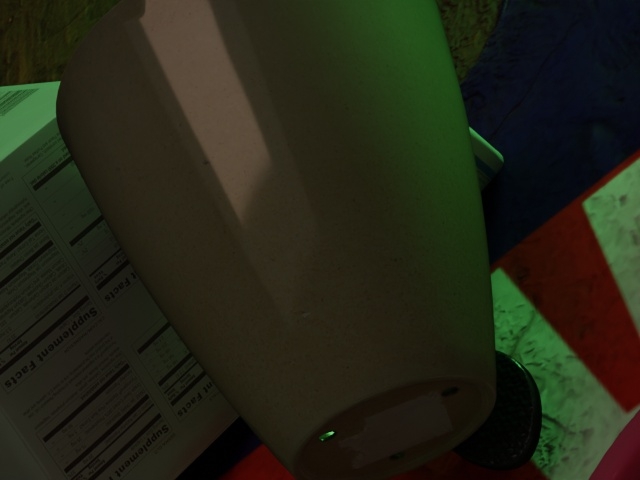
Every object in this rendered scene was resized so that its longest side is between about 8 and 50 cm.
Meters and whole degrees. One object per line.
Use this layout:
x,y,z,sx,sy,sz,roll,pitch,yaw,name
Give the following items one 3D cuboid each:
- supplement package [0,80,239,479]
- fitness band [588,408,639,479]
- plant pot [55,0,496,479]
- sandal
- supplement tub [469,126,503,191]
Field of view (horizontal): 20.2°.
-0.206,0.048,1.290,0.198,0.263,0.199,-43,26,-28,supplement package
0.158,0.192,0.855,0.291,0.054,0.209,-65,11,-6,fitness band
0.000,0.000,1.089,0.256,0.256,0.274,-37,58,23,plant pot
0.091,0.097,1.124,0.067,0.040,0.179,-56,30,-4,sandal
0.070,-0.037,1.253,0.107,0.071,0.071,-49,32,3,supplement tub
